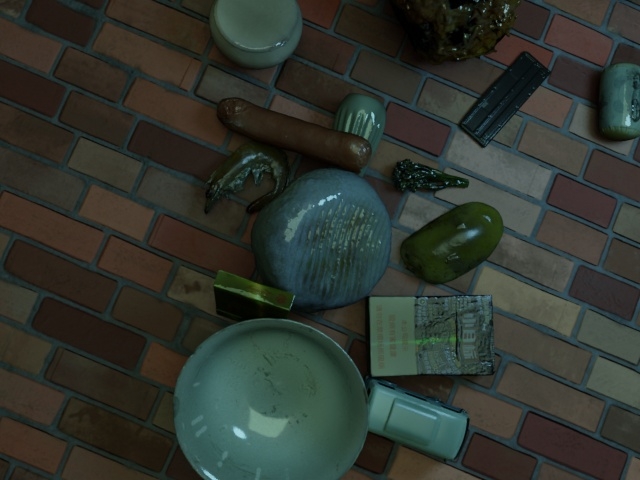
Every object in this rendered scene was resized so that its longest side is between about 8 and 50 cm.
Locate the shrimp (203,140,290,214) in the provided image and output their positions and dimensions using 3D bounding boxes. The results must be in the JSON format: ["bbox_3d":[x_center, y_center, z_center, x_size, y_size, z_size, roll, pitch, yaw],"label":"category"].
[{"bbox_3d":[-0.180,-0.142,1.756,0.173,0.058,0.253,39,81,-8],"label":"shrimp"}]

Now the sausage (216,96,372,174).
[{"bbox_3d":[-0.074,-0.260,1.694,0.419,0.094,0.094,21,123,19],"label":"sausage"}]

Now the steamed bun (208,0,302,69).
[{"bbox_3d":[-0.162,-0.529,1.742,0.232,0.145,0.231,2,75,-7],"label":"steamed bun"}]

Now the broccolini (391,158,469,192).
[{"bbox_3d":[0.282,-0.165,1.773,0.203,0.068,0.091,0,66,-4],"label":"broccolini"}]

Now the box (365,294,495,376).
[{"bbox_3d":[0.267,0.233,1.727,0.310,0.084,0.198,-1,85,-3],"label":"box"}]

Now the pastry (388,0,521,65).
[{"bbox_3d":[0.308,-0.624,1.668,0.337,0.292,0.405,-12,113,-24],"label":"pastry"}]

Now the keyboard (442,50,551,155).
[{"bbox_3d":[0.448,-0.331,1.815,0.103,0.041,0.381,42,78,2],"label":"keyboard"}]

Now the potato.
[{"bbox_3d":[0.343,0.003,1.739,0.272,0.111,0.160,-29,85,-6],"label":"potato"}]

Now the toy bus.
[{"bbox_3d":[0.222,0.428,1.665,0.271,0.165,0.133,20,84,-1],"label":"toy bus"}]

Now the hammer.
[{"bbox_3d":[0.869,-0.346,1.804,0.306,0.113,0.201,5,87,-8],"label":"hammer"}]

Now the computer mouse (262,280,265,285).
[{"bbox_3d":[-0.103,0.094,1.741,0.066,0.039,0.096,41,85,1],"label":"computer mouse"}]

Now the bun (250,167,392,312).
[{"bbox_3d":[0.000,0.000,1.641,0.362,0.211,0.361,-11,110,-31],"label":"bun"}]

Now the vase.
[{"bbox_3d":[0.081,-0.235,1.744,0.128,0.128,0.248,15,93,-1],"label":"vase"}]

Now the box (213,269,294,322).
[{"bbox_3d":[-0.155,0.150,1.598,0.173,0.311,0.043,19,71,-1],"label":"box"}]

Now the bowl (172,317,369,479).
[{"bbox_3d":[-0.110,0.366,1.623,0.435,0.196,0.434,0,98,-1],"label":"bowl"}]
